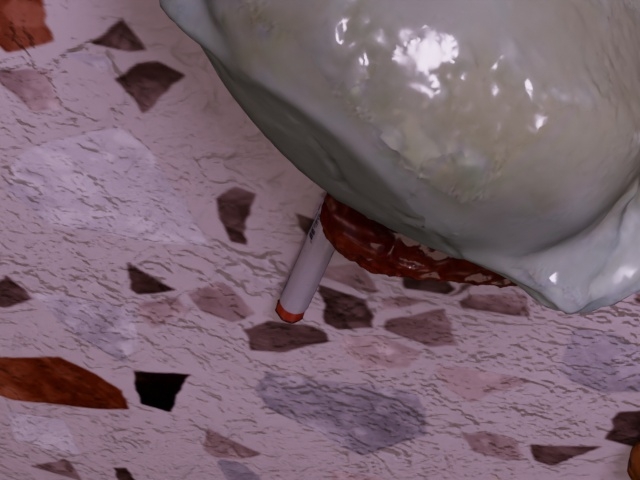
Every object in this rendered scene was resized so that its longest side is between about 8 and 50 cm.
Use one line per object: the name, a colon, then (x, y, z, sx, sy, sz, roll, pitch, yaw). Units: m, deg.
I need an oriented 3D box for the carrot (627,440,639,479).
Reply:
carrot: (0.344, 0.158, 1.353, 0.216, 0.048, 0.048, -26, 131, 35)

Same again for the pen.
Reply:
pen: (0.000, 0.000, 1.243, 0.026, 0.026, 0.218, 16, 145, -6)

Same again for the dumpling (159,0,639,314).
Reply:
dumpling: (0.076, -0.097, 0.924, 0.270, 0.212, 0.320, -20, 145, 34)

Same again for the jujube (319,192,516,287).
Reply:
jujube: (0.089, -0.025, 1.103, 0.176, 0.112, 0.109, 10, 178, 0)
